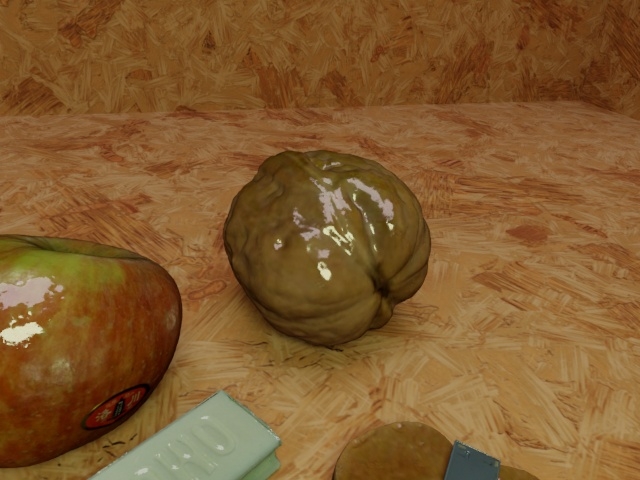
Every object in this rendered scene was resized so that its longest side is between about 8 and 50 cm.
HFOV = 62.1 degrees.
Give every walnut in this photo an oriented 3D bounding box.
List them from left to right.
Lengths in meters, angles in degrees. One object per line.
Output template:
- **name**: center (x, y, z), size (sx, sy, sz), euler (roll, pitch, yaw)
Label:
- **walnut**: center (-0.002, -0.002, 0.860), size (0.306, 0.306, 0.344), euler (-13, 26, -29)

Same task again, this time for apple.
- **apple**: center (-0.325, 0.126, 0.644), size (0.309, 0.250, 0.277), euler (7, 4, -43)

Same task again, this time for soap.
- **soap**: center (-0.149, 0.259, 0.581), size (0.114, 0.063, 0.198), euler (26, 35, 31)

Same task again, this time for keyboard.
- **keyboard**: center (0.144, 0.275, 0.538), size (0.055, 0.014, 0.176), euler (18, 28, 18)

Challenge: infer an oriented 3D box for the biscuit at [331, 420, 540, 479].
- **biscuit**: center (0.154, 0.325, 0.512), size (0.269, 0.051, 0.376), euler (-9, 31, -27)
